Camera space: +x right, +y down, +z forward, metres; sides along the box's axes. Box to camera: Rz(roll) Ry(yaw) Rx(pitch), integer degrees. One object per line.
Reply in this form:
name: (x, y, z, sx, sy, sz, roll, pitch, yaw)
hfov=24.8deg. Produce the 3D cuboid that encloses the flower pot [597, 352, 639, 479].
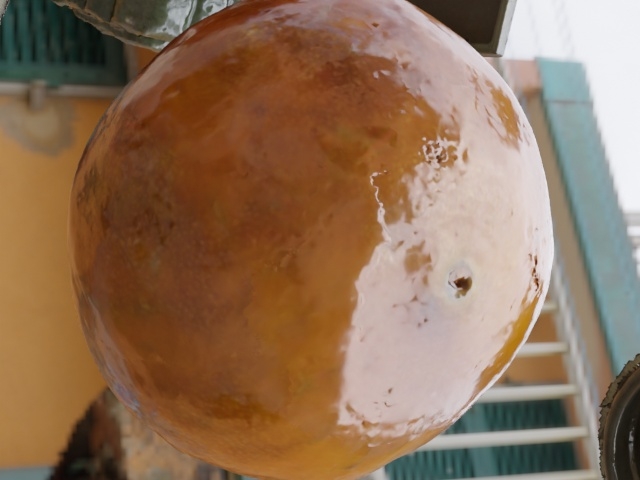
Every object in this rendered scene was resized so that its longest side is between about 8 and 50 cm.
flower pot: (0.325, 0.145, 1.020, 0.235, 0.140, 0.235, 24, -51, 33)

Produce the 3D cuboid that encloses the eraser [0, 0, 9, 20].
eraser: (-0.196, -0.232, 0.755, 0.157, 0.038, 0.230, 26, -82, 21)

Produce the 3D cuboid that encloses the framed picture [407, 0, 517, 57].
framed picture: (0.080, -0.216, 1.140, 0.203, 0.015, 0.150, 8, -98, 46)

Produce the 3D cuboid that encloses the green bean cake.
green bean cake: (-0.109, -0.197, 1.078, 0.185, 0.183, 0.094, 31, -69, 39)

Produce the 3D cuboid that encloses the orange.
orange: (0.000, 0.000, 0.822, 0.226, 0.284, 0.284, 23, -68, 52)
